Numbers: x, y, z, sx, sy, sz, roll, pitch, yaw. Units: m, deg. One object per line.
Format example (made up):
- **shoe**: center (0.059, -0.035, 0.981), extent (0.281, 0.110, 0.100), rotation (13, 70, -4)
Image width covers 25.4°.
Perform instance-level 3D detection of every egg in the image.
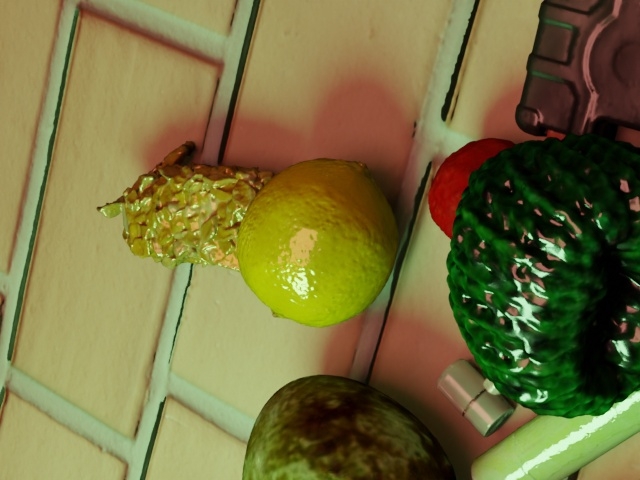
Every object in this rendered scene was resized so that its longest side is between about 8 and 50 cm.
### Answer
- **egg**: center (0.029, 0.279, 1.571), extent (0.238, 0.238, 0.289), rotation (-49, 45, 30)

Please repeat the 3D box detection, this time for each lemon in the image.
- **lemon**: center (0.000, 0.000, 1.586), extent (0.178, 0.178, 0.203), rotation (37, 104, 26)

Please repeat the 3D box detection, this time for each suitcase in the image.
- **suitcase**: center (0.339, -0.168, 1.383), extent (0.286, 0.066, 0.206), rotation (22, 109, 32)

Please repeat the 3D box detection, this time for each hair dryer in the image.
- **hair dryer**: center (0.195, 0.140, 1.547), extent (0.082, 0.047, 0.137), rotation (47, 115, 22)

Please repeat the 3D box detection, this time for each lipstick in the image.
- **lipstick**: center (0.285, 0.184, 1.469), extent (0.304, 0.076, 0.076), rotation (-41, 73, 34)

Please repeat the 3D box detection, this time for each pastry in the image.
- **pastry**: center (-0.152, -0.040, 1.732), extent (0.250, 0.102, 0.154), rotation (8, 100, 35)

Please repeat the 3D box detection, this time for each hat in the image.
- **hat**: center (0.199, -0.005, 1.392), extent (0.332, 0.242, 0.274), rotation (48, 131, 50)
